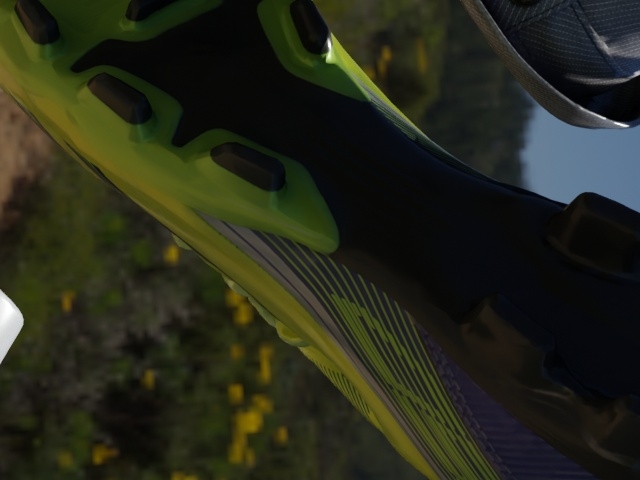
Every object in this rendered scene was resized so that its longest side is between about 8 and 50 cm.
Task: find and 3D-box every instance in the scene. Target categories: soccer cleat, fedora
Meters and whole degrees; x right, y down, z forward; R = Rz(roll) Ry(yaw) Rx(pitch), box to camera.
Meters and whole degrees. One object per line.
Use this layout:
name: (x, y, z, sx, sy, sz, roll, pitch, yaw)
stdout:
soccer cleat: (0.000, 0.001, 0.538, 0.093, 0.289, 0.121, -41, 157, -32)
fedora: (0.124, -0.186, 0.852, 0.275, 0.124, 0.243, 59, 27, -20)

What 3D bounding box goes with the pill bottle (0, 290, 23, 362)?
pill bottle: (-0.207, 0.113, 0.627, 0.264, 0.146, 0.146, -60, 167, -16)
